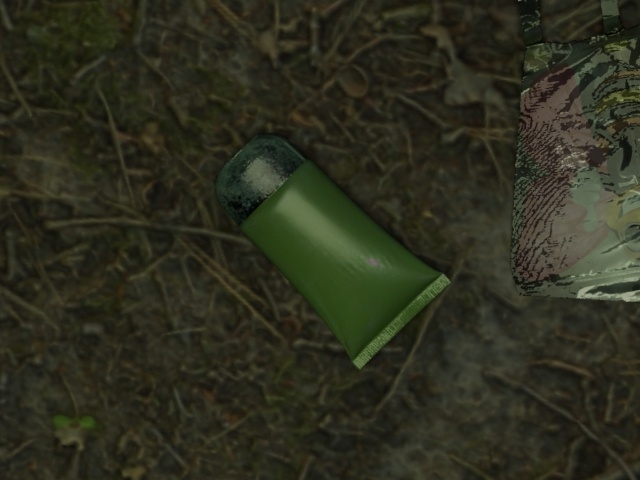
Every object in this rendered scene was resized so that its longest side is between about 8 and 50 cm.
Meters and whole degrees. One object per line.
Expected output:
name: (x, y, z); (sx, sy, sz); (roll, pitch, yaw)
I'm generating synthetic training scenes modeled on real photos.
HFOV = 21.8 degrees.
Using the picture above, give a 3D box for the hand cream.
hand cream: (0.000, 0.000, 1.201); (0.175, 0.046, 0.095); (45, 99, -3)

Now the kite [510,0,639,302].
kite: (0.206, -0.131, 1.167); (0.204, 0.022, 0.360); (-12, 94, 9)
